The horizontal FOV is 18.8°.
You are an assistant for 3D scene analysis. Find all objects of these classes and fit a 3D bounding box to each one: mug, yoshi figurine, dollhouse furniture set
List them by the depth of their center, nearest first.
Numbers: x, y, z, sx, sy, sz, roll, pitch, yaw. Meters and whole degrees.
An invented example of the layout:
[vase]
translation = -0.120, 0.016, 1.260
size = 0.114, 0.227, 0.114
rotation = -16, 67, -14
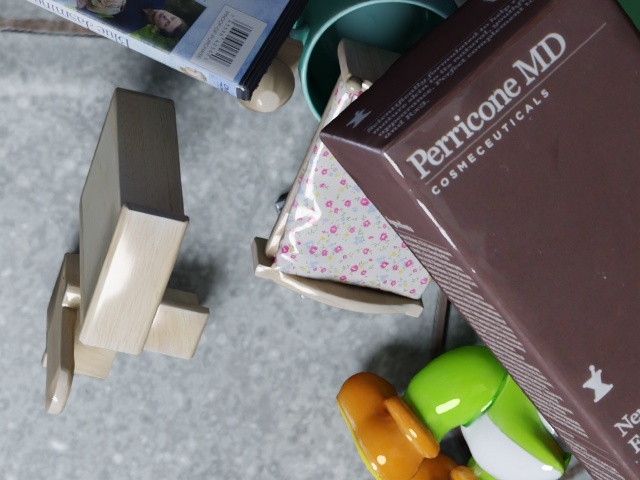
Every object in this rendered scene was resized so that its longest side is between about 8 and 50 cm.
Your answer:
[dollhouse furniture set]
translation = 0.004, 0.029, 1.411
size = 0.356, 0.174, 0.303
rotation = 14, 122, -16
[mug]
translation = 0.037, -0.156, 1.453
size = 0.129, 0.097, 0.158
rotation = -36, 120, 17
[yoshi figurine]
translation = 0.196, 0.072, 1.553
size = 0.362, 0.203, 0.203
rotation = -36, 76, 9

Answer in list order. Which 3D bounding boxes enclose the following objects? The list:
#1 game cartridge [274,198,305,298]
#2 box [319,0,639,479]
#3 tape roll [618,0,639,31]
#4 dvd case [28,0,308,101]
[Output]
[game cartridge]
translation = 0.000, 0.000, 1.539
size = 0.056, 0.017, 0.083
rotation = -16, 107, -6
[box]
translation = 0.197, 0.013, 1.321
size = 0.191, 0.143, 0.381
rotation = -42, 107, -8
[tape roll]
translation = 0.317, -0.185, 1.464
size = 0.321, 0.077, 0.321
rotation = 7, 73, -25
[dvd case]
translation = -0.119, -0.221, 1.352
size = 0.253, 0.022, 0.180
rotation = 25, 68, 11
